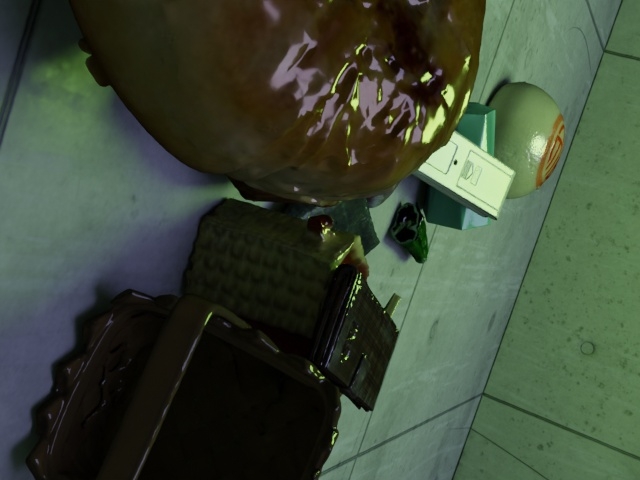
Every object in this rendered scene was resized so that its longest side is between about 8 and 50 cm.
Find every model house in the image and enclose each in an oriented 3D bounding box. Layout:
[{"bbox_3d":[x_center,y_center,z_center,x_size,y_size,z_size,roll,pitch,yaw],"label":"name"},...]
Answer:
[{"bbox_3d":[-0.052,0.065,1.063,0.160,0.196,0.254,-40,142,-50],"label":"model house"}]

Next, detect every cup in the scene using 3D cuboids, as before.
[{"bbox_3d":[0.287,-0.156,1.721,0.148,0.134,0.235,-99,-168,-69],"label":"cup"}]

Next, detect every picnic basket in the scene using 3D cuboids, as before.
[{"bbox_3d":[-0.136,0.190,0.849,0.321,0.291,0.254,59,55,-77],"label":"picnic basket"}]

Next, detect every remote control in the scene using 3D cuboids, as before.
[{"bbox_3d":[0.246,-0.138,1.583,0.277,0.055,0.103,26,84,-35],"label":"remote control"}]

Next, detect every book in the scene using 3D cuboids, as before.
[{"bbox_3d":[0.077,0.209,1.578,0.170,0.018,0.241,-59,177,-27],"label":"book"}]

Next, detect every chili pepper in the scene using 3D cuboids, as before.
[{"bbox_3d":[0.196,-0.003,1.736,0.227,0.059,0.088,46,62,-67],"label":"chili pepper"}]

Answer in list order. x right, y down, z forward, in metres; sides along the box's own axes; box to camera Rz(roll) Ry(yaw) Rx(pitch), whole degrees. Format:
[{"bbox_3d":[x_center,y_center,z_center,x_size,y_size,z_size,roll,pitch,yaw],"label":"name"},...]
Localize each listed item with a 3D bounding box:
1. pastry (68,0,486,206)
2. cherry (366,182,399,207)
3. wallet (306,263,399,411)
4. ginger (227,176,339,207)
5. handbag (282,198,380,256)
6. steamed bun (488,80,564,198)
[{"bbox_3d":[-0.032,-0.223,0.728,0.409,0.245,0.409,0,90,-44],"label":"pastry"},{"bbox_3d":[0.099,-0.127,1.344,0.188,0.115,0.148,0,79,-72],"label":"cherry"},{"bbox_3d":[0.044,0.122,1.017,0.230,0.042,0.124,59,49,-63],"label":"wallet"},{"bbox_3d":[-0.010,-0.172,1.011,0.357,0.152,0.274,-48,149,-44],"label":"ginger"},{"bbox_3d":[0.000,0.000,1.284,0.175,0.089,0.270,-52,153,-18],"label":"handbag"},{"bbox_3d":[0.485,-0.229,2.036,0.283,0.177,0.283,-49,150,-42],"label":"steamed bun"}]
